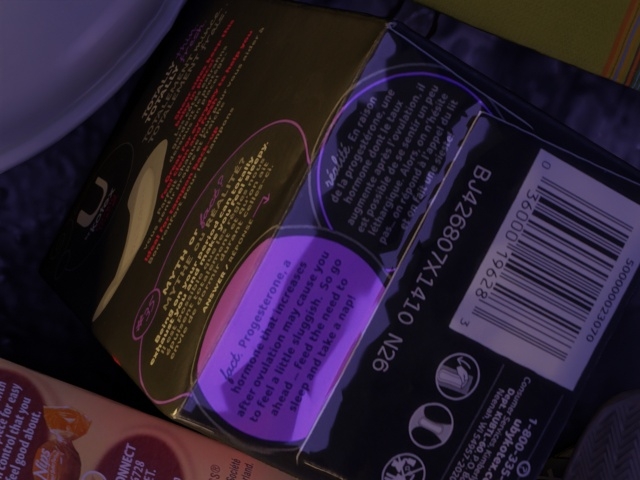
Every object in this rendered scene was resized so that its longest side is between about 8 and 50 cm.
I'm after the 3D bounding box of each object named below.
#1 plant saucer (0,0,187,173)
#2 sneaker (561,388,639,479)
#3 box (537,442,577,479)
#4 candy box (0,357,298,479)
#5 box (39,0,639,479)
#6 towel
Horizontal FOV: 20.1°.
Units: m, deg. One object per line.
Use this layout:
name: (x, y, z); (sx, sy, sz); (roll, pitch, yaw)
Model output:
plant saucer: (-0.192, -0.204, 0.715); (0.400, 0.100, 0.401); (-5, 99, -29)
sneaker: (0.202, 0.200, 0.885); (0.169, 0.108, 0.293); (-4, 112, -20)
box: (0.143, 0.278, 0.971); (0.242, 0.076, 0.307); (-27, 108, -12)
candy box: (-0.118, 0.145, 0.762); (0.316, 0.088, 0.183); (23, 138, -8)
box: (0.000, 0.000, 0.762); (0.143, 0.270, 0.165); (29, 91, -22)
towel: (0.128, -0.136, 0.865); (0.237, 0.021, 0.102); (13, 100, -43)
